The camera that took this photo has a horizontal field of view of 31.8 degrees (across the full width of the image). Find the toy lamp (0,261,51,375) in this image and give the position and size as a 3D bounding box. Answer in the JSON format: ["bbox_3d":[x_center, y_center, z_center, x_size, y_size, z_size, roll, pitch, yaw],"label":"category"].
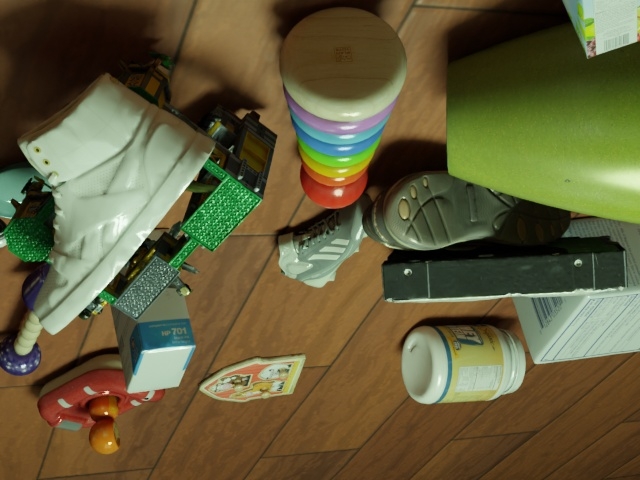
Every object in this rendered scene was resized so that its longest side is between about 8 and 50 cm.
[{"bbox_3d":[-0.418,0.114,1.662,0.080,0.080,0.275,1,149,-25],"label":"toy lamp"}]

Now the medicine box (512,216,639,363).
[{"bbox_3d":[0.517,0.080,1.940,0.289,0.149,0.263,-6,151,-15],"label":"medicine box"}]

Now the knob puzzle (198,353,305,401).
[{"bbox_3d":[-0.133,0.273,2.131,0.213,0.030,0.213,-10,152,-6],"label":"knob puzzle"}]

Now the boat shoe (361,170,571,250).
[{"bbox_3d":[0.211,-0.050,1.624,0.355,0.132,0.130,0,176,-35],"label":"boat shoe"}]

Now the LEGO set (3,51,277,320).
[{"bbox_3d":[-0.206,-0.077,1.351,0.255,0.192,0.331,29,119,-13],"label":"LEGO set"}]

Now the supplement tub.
[{"bbox_3d":[0.267,0.230,2.107,0.199,0.144,0.144,0,149,-25],"label":"supplement tub"}]

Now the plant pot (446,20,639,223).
[{"bbox_3d":[0.300,-0.147,1.351,0.293,0.275,0.275,-1,153,8],"label":"plant pot"}]

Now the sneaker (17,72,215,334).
[{"bbox_3d":[-0.263,-0.045,1.208,0.169,0.108,0.292,36,109,-13],"label":"sneaker"}]

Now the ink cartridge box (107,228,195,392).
[{"bbox_3d":[-0.244,0.099,1.591,0.082,0.191,0.140,-3,151,-21],"label":"ink cartridge box"}]

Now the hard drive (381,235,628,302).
[{"bbox_3d":[0.269,0.041,1.661,0.339,0.064,0.237,-4,-175,8],"label":"hard drive"}]

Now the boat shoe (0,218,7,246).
[{"bbox_3d":[-0.429,-0.039,1.338,0.049,0.142,0.040,-48,162,-39],"label":"boat shoe"}]

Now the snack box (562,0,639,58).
[{"bbox_3d":[0.255,-0.308,1.086,0.070,0.174,0.207,-19,152,8],"label":"snack box"}]

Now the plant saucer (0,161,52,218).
[{"bbox_3d":[-0.370,-0.066,1.412,0.119,0.021,0.119,-10,152,-5],"label":"plant saucer"}]

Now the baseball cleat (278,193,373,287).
[{"bbox_3d":[0.000,0.000,1.649,0.109,0.072,0.206,14,135,-18],"label":"baseball cleat"}]

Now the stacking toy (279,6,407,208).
[{"bbox_3d":[0.017,-0.134,1.363,0.141,0.141,0.330,-10,157,-8],"label":"stacking toy"}]

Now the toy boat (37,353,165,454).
[{"bbox_3d":[-0.370,0.293,1.931,0.231,0.151,0.151,-29,149,26],"label":"toy boat"}]
